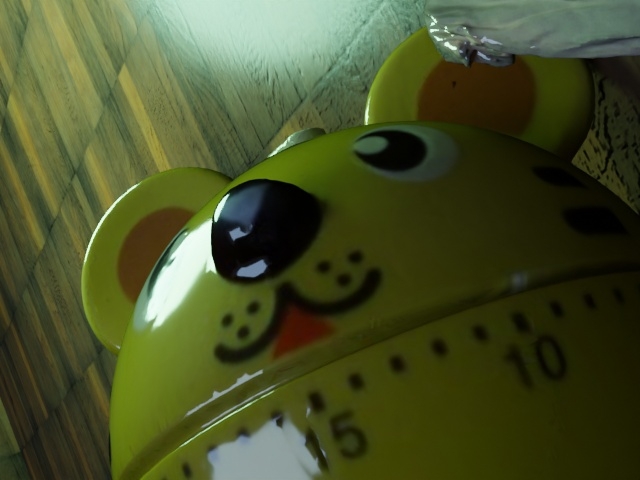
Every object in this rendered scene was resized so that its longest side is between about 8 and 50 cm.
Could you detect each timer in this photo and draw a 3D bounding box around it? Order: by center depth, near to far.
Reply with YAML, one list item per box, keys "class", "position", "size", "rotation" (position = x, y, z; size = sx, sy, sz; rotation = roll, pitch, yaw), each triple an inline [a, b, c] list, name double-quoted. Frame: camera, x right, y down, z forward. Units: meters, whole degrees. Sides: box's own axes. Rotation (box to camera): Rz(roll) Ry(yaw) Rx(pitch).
- class: "timer"
  position: [0.033, 0.063, 0.490]
  size: [0.376, 0.376, 0.386]
  rotation: [-53, 51, 51]

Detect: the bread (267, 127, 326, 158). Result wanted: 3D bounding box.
- class: "bread"
  position: [0.000, 0.000, 0.755]
  size: [0.139, 0.060, 0.178]
  rotation: [-33, 78, 57]

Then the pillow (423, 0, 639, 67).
- class: "pillow"
  position: [0.167, -0.155, 0.390]
  size: [0.270, 0.173, 0.067]
  rotation: [12, 159, 50]
